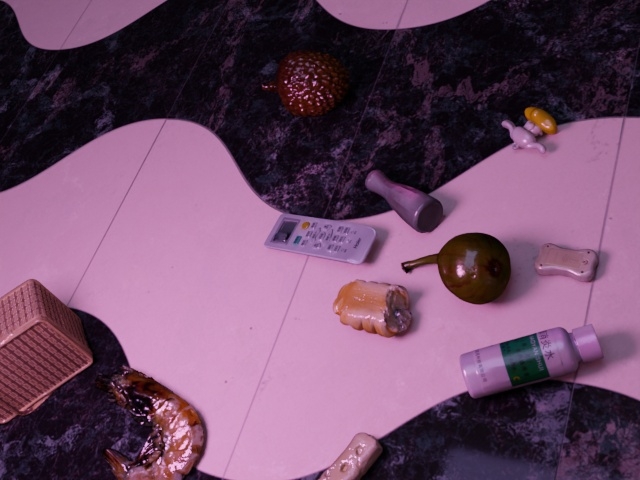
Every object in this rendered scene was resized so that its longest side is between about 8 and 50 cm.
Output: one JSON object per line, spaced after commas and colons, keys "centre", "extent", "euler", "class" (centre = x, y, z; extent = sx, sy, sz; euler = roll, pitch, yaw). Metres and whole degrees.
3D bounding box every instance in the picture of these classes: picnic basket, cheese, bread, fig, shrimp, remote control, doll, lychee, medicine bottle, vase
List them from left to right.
{"centre": [-0.751, 0.285, 2.001], "extent": [0.313, 0.228, 0.175], "euler": [-34, 46, -1], "class": "picnic basket"}
{"centre": [-0.418, 0.427, 1.842], "extent": [0.365, 0.071, 0.233], "euler": [23, 74, 31], "class": "shrimp"}
{"centre": [-0.038, -0.421, 2.198], "extent": [0.239, 0.200, 0.200], "euler": [-8, 52, 2], "class": "lychee"}
{"centre": [-0.001, -0.001, 1.959], "extent": [0.293, 0.051, 0.103], "euler": [11, 61, 36], "class": "remote control"}
{"centre": [0.044, 0.461, 1.602], "extent": [0.065, 0.043, 0.194], "euler": [34, 73, 34], "class": "cheese"}
{"centre": [0.114, 0.145, 1.770], "extent": [0.177, 0.084, 0.119], "euler": [11, 60, 32], "class": "bread"}
{"centre": [0.190, -0.101, 1.924], "extent": [0.086, 0.086, 0.214], "euler": [-43, 44, -8], "class": "vase"}
{"centre": [0.293, 0.056, 1.753], "extent": [0.151, 0.151, 0.259], "euler": [-54, 24, -17], "class": "fig"}
{"centre": [0.403, 0.228, 1.563], "extent": [0.260, 0.095, 0.095], "euler": [-17, 50, 12], "class": "medicine bottle"}
{"centre": [0.492, -0.253, 1.897], "extent": [0.113, 0.071, 0.135], "euler": [-26, 53, 17], "class": "doll"}
{"centre": [0.508, 0.046, 1.686], "extent": [0.122, 0.032, 0.074], "euler": [12, 62, 32], "class": "remote control"}
